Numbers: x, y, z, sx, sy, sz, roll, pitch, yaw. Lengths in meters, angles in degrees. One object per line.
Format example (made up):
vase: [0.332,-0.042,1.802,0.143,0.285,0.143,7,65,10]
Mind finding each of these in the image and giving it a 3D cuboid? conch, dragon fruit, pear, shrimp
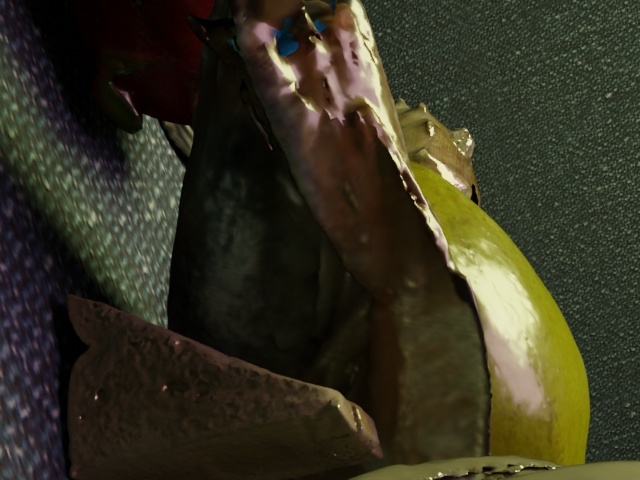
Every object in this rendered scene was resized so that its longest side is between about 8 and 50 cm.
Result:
conch: [0.090,-0.032,1.135,0.324,0.186,0.263,32,47,-4]
dragon fruit: [-0.096,-0.185,0.699,0.269,0.198,0.200,51,-6,45]
pear: [0.062,0.094,0.753,0.253,0.253,0.307,1,68,-78]
shrimp: [0.000,0.000,0.541,0.110,0.221,0.446,-23,121,-44]

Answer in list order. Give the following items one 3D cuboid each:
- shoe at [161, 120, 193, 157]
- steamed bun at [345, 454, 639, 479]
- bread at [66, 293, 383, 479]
shoe: [-0.088,-0.141,0.818,0.071,0.099,0.169,-94,162,-61]
steamed bun: [0.066,0.250,0.335,0.247,0.339,0.352,80,-2,-77]
bread: [-0.052,0.070,0.519,0.077,0.152,0.105,55,24,-57]
